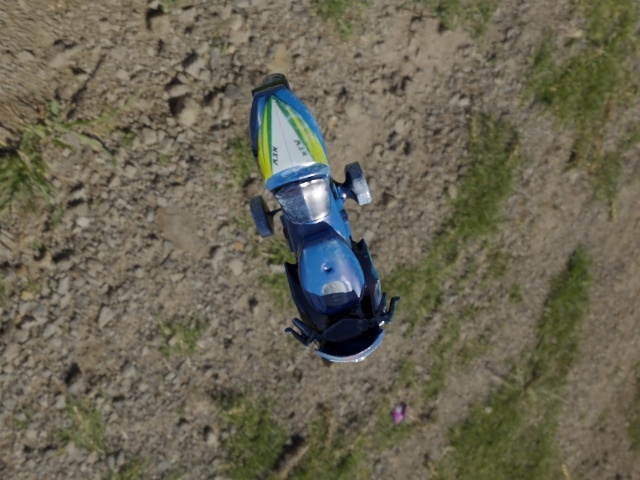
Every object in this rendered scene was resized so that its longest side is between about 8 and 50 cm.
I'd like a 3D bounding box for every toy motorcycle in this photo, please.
[{"bbox_3d":[0.000,0.000,0.593,0.092,0.135,0.254,-17,116,2],"label":"toy motorcycle"}]
